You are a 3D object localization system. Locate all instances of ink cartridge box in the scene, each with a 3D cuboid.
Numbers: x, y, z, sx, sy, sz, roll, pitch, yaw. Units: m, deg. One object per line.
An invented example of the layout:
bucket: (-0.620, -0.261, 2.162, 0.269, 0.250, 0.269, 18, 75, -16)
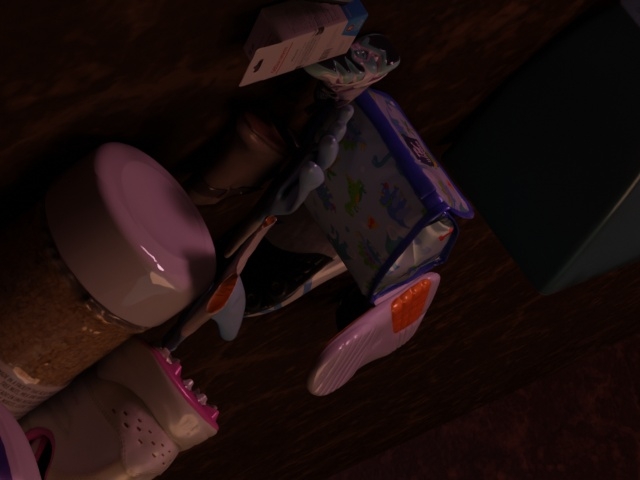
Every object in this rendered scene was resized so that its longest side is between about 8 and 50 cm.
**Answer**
ink cartridge box: (-0.017, -0.131, 0.965, 0.083, 0.028, 0.048, -22, 163, -27)

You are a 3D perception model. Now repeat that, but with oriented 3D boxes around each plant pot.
plant pot: (0.260, -0.099, 1.331, 0.165, 0.165, 0.234, -17, 154, -39)

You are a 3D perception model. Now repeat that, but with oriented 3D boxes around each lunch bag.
lunch bag: (0.048, -0.043, 1.179, 0.096, 0.129, 0.151, -30, 164, -14)

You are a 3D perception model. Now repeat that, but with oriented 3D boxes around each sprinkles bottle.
sprinkles bottle: (-0.240, 0.075, 1.056, 0.355, 0.121, 0.121, -34, 164, 20)

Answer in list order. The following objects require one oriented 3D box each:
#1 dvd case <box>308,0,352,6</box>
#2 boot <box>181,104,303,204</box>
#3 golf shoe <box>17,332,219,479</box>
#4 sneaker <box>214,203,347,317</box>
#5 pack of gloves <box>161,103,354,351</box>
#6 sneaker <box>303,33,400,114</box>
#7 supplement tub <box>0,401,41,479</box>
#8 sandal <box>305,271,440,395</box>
dvd case: (0.058, -0.198, 0.815, 0.253, 0.022, 0.180, -26, 169, 32)
boot: (-0.064, -0.056, 1.104, 0.087, 0.042, 0.118, -31, 165, 14)
golf shoe: (-0.197, 0.130, 1.150, 0.140, 0.115, 0.306, -48, -159, -19)
sneaker: (0.000, 0.000, 1.317, 0.237, 0.085, 0.086, -31, 160, 10)
pack of gloves: (-0.039, 0.009, 1.105, 0.195, 0.046, 0.232, -55, -174, -21)
sneaker: (0.006, -0.110, 1.057, 0.098, 0.038, 0.069, -9, 155, -51)
supplement tub: (-0.346, 0.168, 0.839, 0.241, 0.241, 0.331, -37, 145, 27)
sandal: (0.045, 0.084, 1.687, 0.265, 0.076, 0.102, -27, 146, -53)
